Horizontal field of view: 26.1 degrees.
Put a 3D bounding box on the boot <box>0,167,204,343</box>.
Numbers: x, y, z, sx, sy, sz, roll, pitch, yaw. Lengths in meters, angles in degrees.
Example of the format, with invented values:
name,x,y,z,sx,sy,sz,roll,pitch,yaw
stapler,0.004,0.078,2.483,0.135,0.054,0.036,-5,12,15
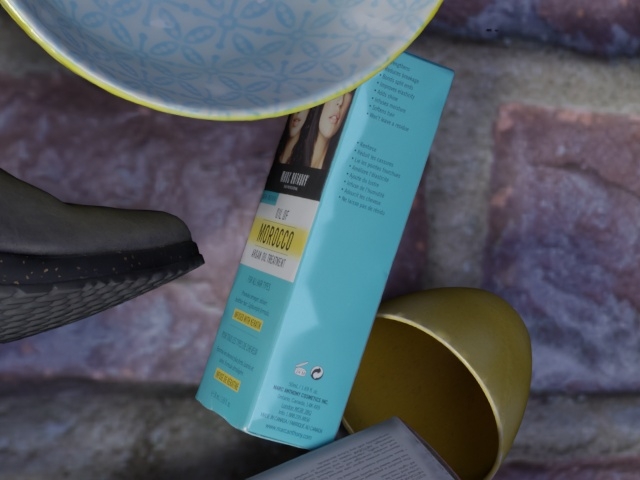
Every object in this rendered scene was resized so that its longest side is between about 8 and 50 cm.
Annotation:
name,x,y,z,sx,sy,sz,roll,pitch,yaw
boot,-0.206,-0.060,0.723,0.338,0.118,0.222,-2,72,-57

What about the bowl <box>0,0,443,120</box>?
name,x,y,z,sx,sy,sz,roll,pitch,yaw
bowl,-0.073,-0.210,0.771,0.289,0.156,0.289,-2,96,-22

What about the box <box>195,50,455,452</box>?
name,x,y,z,sx,sy,sz,roll,pitch,yaw
box,0.000,0.000,0.854,0.060,0.100,0.244,19,88,-23

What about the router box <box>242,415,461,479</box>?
name,x,y,z,sx,sy,sz,roll,pitch,yaw
router box,-0.063,0.298,0.819,0.335,0.082,0.301,-21,124,-18

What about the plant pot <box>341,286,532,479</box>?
name,x,y,z,sx,sy,sz,roll,pitch,yaw
plant pot,0.084,0.083,0.894,0.095,0.134,0.134,-37,110,-41
